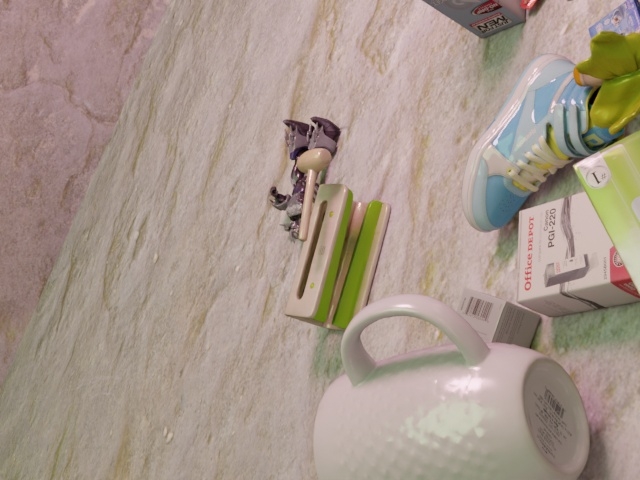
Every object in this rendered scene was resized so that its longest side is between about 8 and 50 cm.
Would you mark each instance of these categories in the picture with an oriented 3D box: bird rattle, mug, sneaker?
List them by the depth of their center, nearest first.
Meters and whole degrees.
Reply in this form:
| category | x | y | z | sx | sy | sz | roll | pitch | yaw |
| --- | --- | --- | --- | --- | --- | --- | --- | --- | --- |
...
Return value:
| category | x | y | z | sx | sy | sz | roll | pitch | yaw |
| --- | --- | --- | --- | --- | --- | --- | --- | --- | --- |
| bird rattle | 0.473 | -0.262 | 1.294 | 0.253 | 0.143 | 0.207 | -24 | 14 | -9 |
| mug | 0.174 | 0.243 | 1.302 | 0.328 | 0.374 | 0.276 | -24 | 12 | 40 |
| sneaker | 0.360 | -0.138 | 1.450 | 0.208 | 0.127 | 0.319 | 36 | 103 | 57 |

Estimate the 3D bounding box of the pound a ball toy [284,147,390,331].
| category | x | y | z | sx | sy | sz | roll | pitch | yaw |
| --- | --- | --- | --- | --- | --- | --- | --- | --- | --- |
| pound a ball toy | 0.000 | 0.000 | 1.801 | 0.135 | 0.208 | 0.319 | 1 | 74 | 54 |

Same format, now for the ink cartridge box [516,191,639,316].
| category | x | y | z | sx | sy | sz | roll | pitch | yaw |
| --- | --- | --- | --- | --- | --- | --- | --- | --- | --- |
| ink cartridge box | 0.400 | 0.014 | 1.342 | 0.218 | 0.092 | 0.159 | -21 | 56 | 50 |

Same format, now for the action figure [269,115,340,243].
| category | x | y | z | sx | sy | sz | roll | pitch | yaw |
| --- | --- | --- | --- | --- | --- | --- | --- | --- | --- |
| action figure | -0.041 | -0.129 | 2.031 | 0.185 | 0.099 | 0.285 | -8 | 69 | 47 |

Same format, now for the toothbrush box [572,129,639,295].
| category | x | y | z | sx | sy | sz | roll | pitch | yaw |
| --- | --- | --- | --- | --- | --- | --- | --- | --- | --- |
| toothbrush box | 0.476 | -0.011 | 1.134 | 0.206 | 0.122 | 0.283 | -28 | 59 | 18 |

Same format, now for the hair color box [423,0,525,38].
| category | x | y | z | sx | sy | sz | roll | pitch | yaw |
| --- | --- | --- | --- | --- | --- | --- | --- | --- | --- |
| hair color box | 0.215 | -0.536 | 1.641 | 0.113 | 0.374 | 0.185 | -14 | 62 | 50 |

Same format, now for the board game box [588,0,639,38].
| category | x | y | z | sx | sy | sz | roll | pitch | yaw |
| --- | --- | --- | --- | --- | --- | --- | --- | --- | --- |
| board game box | 0.484 | -0.334 | 1.477 | 0.090 | 0.020 | 0.090 | -37 | 45 | 40 |

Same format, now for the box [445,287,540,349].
| category | x | y | z | sx | sy | sz | roll | pitch | yaw |
| --- | --- | --- | --- | --- | --- | --- | --- | --- | --- |
| box | 0.273 | 0.142 | 1.450 | 0.101 | 0.087 | 0.102 | 17 | 87 | 56 |

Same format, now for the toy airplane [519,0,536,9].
| category | x | y | z | sx | sy | sz | roll | pitch | yaw |
| --- | --- | --- | --- | --- | --- | --- | --- | --- | --- |
| toy airplane | 0.422 | -0.478 | 1.633 | 0.151 | 0.028 | 0.151 | -30 | 51 | 44 |
